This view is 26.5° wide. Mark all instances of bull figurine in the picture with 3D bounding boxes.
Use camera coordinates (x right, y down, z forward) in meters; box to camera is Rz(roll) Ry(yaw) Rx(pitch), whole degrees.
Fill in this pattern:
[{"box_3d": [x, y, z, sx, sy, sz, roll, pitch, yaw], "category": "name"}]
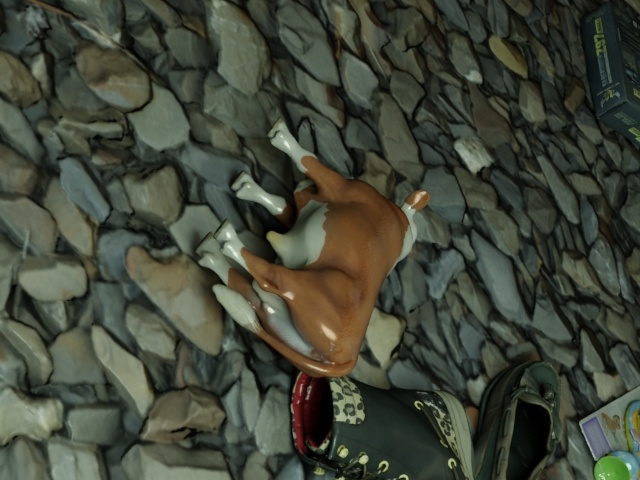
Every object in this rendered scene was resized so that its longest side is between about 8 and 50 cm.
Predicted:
[{"box_3d": [0.000, 0.000, 1.256, 0.188, 0.101, 0.310, 35, 31, -9], "category": "bull figurine"}]

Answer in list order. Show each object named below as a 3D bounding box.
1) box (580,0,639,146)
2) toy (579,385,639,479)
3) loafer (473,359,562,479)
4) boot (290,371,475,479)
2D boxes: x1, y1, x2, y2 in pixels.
[{"box_3d": [0.475, -0.215, 1.966, 0.232, 0.059, 0.183, 25, 49, -37], "category": "box"}, {"box_3d": [0.392, 0.238, 1.573, 0.237, 0.056, 0.137, -14, 78, -51], "category": "toy"}, {"box_3d": [0.204, 0.202, 1.366, 0.096, 0.084, 0.267, 52, 38, -8], "category": "loafer"}, {"box_3d": [0.064, 0.224, 1.202, 0.178, 0.085, 0.236, 21, 45, -36], "category": "boot"}]
